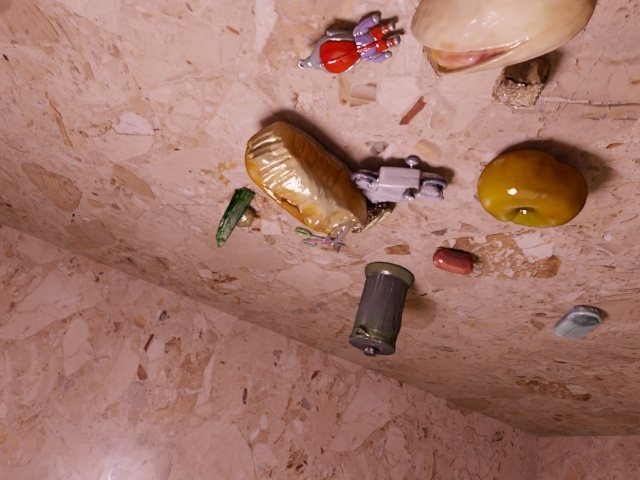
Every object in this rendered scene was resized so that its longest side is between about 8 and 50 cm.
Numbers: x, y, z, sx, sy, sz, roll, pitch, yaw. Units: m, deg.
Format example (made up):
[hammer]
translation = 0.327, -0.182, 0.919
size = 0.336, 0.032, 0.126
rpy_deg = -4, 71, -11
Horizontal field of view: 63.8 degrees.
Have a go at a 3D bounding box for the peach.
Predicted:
[peach]
translation = 0.508, -0.119, 1.253
size = 0.251, 0.153, 0.251
rpy_deg = 21, 170, 4

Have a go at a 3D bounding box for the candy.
[candy]
translation = 0.395, -0.313, 1.016
size = 0.095, 0.085, 0.110
rpy_deg = 22, 159, 16

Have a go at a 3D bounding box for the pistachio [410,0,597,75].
[pistachio]
translation = 0.296, -0.371, 0.850
size = 0.299, 0.188, 0.187
rpy_deg = -5, 145, 47

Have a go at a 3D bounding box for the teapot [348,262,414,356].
[teapot]
translation = 0.241, 0.289, 1.985
size = 0.200, 0.337, 0.270
rpy_deg = -1, 149, 35

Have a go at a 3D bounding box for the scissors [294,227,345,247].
[scissors]
translation = 0.000, 0.000, 1.940
size = 0.187, 0.020, 0.133
rpy_deg = 9, 155, 22

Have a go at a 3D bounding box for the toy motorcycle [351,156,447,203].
[toy motorcycle]
translation = 0.217, -0.151, 1.432
size = 0.260, 0.110, 0.171
rpy_deg = 6, 168, 10

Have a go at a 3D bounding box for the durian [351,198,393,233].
[durian]
translation = 0.138, -0.078, 1.592
size = 0.091, 0.148, 0.188
rpy_deg = 52, 141, 10

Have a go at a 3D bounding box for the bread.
[bread]
translation = -0.038, -0.163, 1.443
size = 0.183, 0.236, 0.388
rpy_deg = -29, 119, 35

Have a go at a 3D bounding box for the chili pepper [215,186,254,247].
[chili pepper]
translation = -0.302, -0.073, 1.764
size = 0.088, 0.227, 0.059
rpy_deg = -3, 147, 44

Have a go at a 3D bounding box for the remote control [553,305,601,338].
[remote control]
translation = 0.933, 0.300, 1.875
size = 0.104, 0.052, 0.247
rpy_deg = 14, 153, 7

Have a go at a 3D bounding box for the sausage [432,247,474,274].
[sausage]
translation = 0.445, 0.070, 1.727
size = 0.141, 0.076, 0.076
rpy_deg = 12, 153, 10

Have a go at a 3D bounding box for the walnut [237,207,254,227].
[walnut]
translation = -0.284, -0.089, 1.890
size = 0.092, 0.092, 0.092
rpy_deg = 15, 154, 8

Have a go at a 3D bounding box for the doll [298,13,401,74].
[doll]
translation = 0.053, -0.399, 1.076
size = 0.227, 0.075, 0.102
rpy_deg = -10, 128, 29
